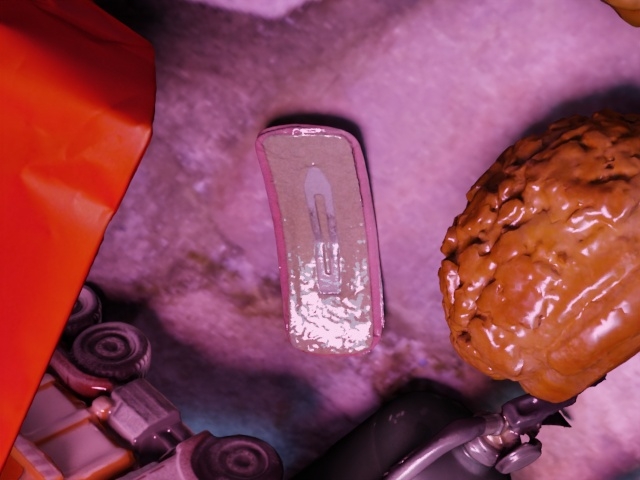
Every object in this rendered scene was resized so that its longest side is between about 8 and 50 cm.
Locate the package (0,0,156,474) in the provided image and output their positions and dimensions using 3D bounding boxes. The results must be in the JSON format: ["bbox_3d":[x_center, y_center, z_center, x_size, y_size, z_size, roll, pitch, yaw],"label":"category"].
[{"bbox_3d":[-0.216,0.037,0.586,0.196,0.423,0.123,29,167,-22],"label":"package"}]

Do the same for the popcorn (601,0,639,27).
[{"bbox_3d":[0.119,-0.156,0.474,0.212,0.198,0.198,-40,110,-7],"label":"popcorn"}]

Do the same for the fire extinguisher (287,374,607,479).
[{"bbox_3d":[0.027,0.152,0.772,0.294,0.118,0.093,-42,63,34],"label":"fire extinguisher"}]

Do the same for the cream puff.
[{"bbox_3d":[0.111,0.002,0.630,0.103,0.126,0.144,46,116,3],"label":"cream puff"}]

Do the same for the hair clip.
[{"bbox_3d":[0.001,-0.001,0.722,0.054,0.022,0.137,1,123,15],"label":"hair clip"}]

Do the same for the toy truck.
[{"bbox_3d":[-0.131,0.116,0.733,0.270,0.135,0.114,36,135,35],"label":"toy truck"}]
